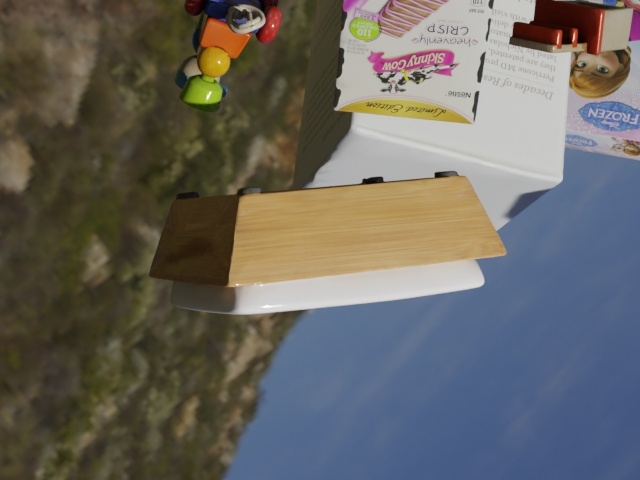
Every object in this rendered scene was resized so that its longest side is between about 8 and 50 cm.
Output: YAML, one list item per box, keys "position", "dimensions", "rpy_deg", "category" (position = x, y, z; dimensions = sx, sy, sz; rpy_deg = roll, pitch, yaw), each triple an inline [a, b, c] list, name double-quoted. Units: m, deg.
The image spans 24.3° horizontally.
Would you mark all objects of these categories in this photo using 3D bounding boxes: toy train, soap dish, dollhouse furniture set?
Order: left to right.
- position: [-0.113, -0.203, 1.625]
  dimensions: [0.248, 0.105, 0.143]
  rpy_deg: [-102, -147, -69]
  category: "toy train"
- position: [0.000, 0.000, 1.471]
  dimensions: [0.290, 0.118, 0.229]
  rpy_deg: [-6, -177, -24]
  category: "soap dish"
- position: [0.302, -0.348, 1.706]
  dimensions: [0.135, 0.259, 0.262]
  rpy_deg: [-8, -161, -41]
  category: "dollhouse furniture set"

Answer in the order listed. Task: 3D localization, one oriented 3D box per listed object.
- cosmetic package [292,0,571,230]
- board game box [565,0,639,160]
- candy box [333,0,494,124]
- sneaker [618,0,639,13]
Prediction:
- position: [0.168, -0.249, 2.253]
  dimensions: [0.329, 0.327, 0.394]
  rpy_deg: [134, -34, -66]
  category: "cosmetic package"
- position: [0.442, -0.307, 2.544]
  dimensions: [0.066, 0.318, 0.318]
  rpy_deg: [65, 40, -60]
  category: "board game box"
- position: [0.101, -0.244, 1.577]
  dimensions: [0.071, 0.159, 0.233]
  rpy_deg: [-83, 178, -54]
  category: "candy box"
- position: [0.552, -0.344, 2.138]
  dimensions: [0.116, 0.314, 0.136]
  rpy_deg: [-52, 169, -19]
  category: "sneaker"
